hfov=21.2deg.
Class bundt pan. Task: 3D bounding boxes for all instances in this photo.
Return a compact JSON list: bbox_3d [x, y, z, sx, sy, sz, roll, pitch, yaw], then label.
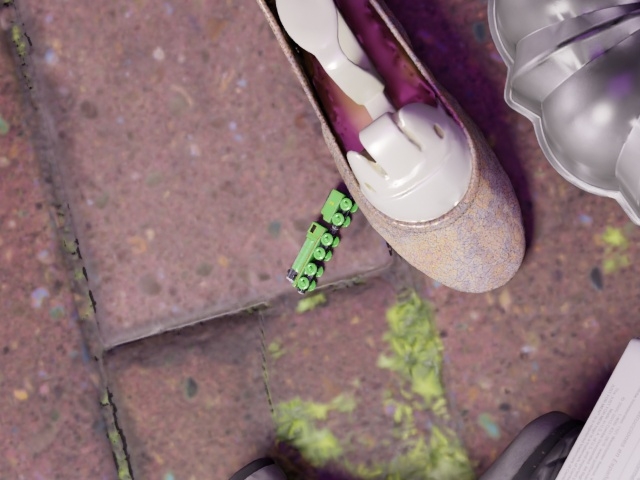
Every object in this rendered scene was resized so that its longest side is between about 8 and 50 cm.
[{"bbox_3d":[0.260,-0.165,1.104,0.331,0.124,0.330,0,89,16],"label":"bundt pan"}]

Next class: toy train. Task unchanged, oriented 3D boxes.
[{"bbox_3d":[0.000,0.000,1.266,0.024,0.017,0.083,32,97,23],"label":"toy train"}]

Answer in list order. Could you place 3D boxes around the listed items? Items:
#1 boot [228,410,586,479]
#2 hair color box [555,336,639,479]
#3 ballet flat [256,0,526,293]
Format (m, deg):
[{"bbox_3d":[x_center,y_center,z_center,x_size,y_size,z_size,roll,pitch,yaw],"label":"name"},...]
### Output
[{"bbox_3d":[0.023,0.213,1.192,0.223,0.118,0.338,38,89,35],"label":"boot"},{"bbox_3d":[0.289,0.177,0.993,0.347,0.105,0.174,12,68,57],"label":"hair color box"},{"bbox_3d":[0.035,-0.098,1.212,0.107,0.106,0.316,-35,81,12],"label":"ballet flat"}]
